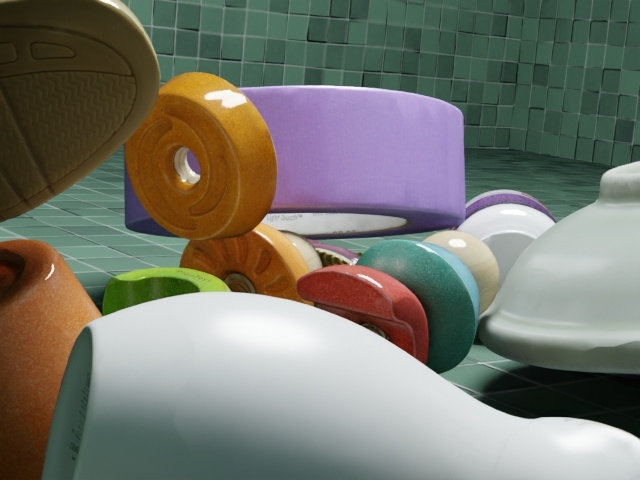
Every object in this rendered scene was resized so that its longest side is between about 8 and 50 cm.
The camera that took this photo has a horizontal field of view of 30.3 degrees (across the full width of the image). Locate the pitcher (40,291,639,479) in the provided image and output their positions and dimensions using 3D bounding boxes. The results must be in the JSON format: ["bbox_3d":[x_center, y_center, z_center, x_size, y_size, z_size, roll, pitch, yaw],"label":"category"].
[{"bbox_3d":[-0.002,0.093,0.459,0.207,0.125,0.178,13,-10,-19],"label":"pitcher"}]

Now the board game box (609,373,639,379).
[{"bbox_3d":[0.270,0.072,0.928,0.141,0.048,0.170,8,9,29],"label":"board game box"}]

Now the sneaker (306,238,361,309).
[{"bbox_3d":[0.000,0.028,0.987,0.185,0.070,0.084,14,17,40],"label":"sneaker"}]

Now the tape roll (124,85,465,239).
[{"bbox_3d":[-0.021,-0.054,0.958,0.274,0.090,0.275,-2,-5,0],"label":"tape roll"}]

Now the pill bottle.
[{"bbox_3d":[0.160,0.018,1.016,0.108,0.108,0.193,6,8,6],"label":"pill bottle"}]

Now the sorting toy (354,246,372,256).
[{"bbox_3d":[0.014,0.036,1.071,0.075,0.045,0.083,-12,2,20],"label":"sorting toy"}]

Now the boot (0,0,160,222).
[{"bbox_3d":[-0.195,-0.071,0.564,0.262,0.095,0.203,-25,27,9],"label":"boot"}]

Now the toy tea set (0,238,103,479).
[{"bbox_3d":[-0.219,0.073,0.559,0.200,0.124,0.336,-34,31,-25],"label":"toy tea set"}]

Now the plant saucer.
[{"bbox_3d":[0.291,-0.013,0.746,0.400,0.101,0.400,-11,4,1],"label":"plant saucer"}]

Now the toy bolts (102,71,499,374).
[{"bbox_3d":[0.000,0.000,0.739,0.228,0.218,0.158,17,28,30],"label":"toy bolts"}]
